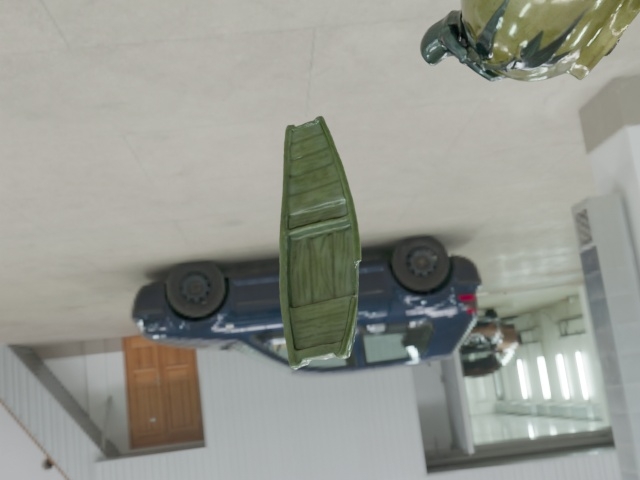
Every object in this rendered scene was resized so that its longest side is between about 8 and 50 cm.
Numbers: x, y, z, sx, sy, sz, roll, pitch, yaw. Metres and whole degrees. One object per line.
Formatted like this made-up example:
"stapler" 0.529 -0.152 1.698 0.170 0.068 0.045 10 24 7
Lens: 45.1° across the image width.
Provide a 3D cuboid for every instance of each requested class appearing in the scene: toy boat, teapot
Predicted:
"toy boat" 0.000 0.000 0.832 0.093 0.293 0.055 -14 150 18
"teapot" 0.161 -0.226 0.557 0.173 0.182 0.269 -46 170 -48
